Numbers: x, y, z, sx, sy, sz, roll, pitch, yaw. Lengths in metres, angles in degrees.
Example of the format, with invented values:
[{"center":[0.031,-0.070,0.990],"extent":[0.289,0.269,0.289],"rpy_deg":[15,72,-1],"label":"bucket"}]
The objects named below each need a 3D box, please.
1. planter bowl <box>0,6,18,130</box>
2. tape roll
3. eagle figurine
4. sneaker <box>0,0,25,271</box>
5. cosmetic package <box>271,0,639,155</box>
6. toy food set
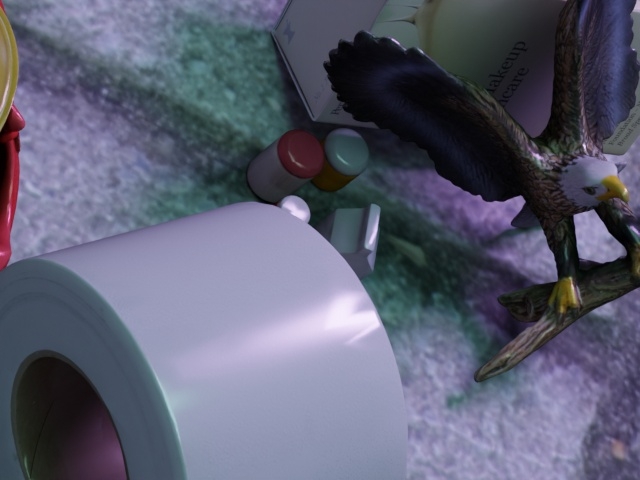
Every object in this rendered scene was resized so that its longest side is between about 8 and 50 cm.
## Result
[{"center":[-0.304,-0.118,1.229],"extent":[0.217,0.090,0.217],"rpy_deg":[-3,60,6],"label":"planter bowl"},{"center":[-0.087,0.110,1.234],"extent":[0.169,0.246,0.246],"rpy_deg":[-16,77,-38],"label":"tape roll"},{"center":[0.167,-0.079,1.465],"extent":[0.226,0.225,0.298],"rpy_deg":[-43,113,-39],"label":"eagle figurine"},{"center":[-0.233,-0.082,1.311],"extent":[0.107,0.118,0.279],"rpy_deg":[8,64,-31],"label":"sneaker"},{"center":[0.139,-0.169,1.554],"extent":[0.309,0.160,0.113],"rpy_deg":[3,46,-31],"label":"cosmetic package"},{"center":[0.000,0.000,1.431],"extent":[0.111,0.104,0.232],"rpy_deg":[24,57,-21],"label":"toy food set"}]
